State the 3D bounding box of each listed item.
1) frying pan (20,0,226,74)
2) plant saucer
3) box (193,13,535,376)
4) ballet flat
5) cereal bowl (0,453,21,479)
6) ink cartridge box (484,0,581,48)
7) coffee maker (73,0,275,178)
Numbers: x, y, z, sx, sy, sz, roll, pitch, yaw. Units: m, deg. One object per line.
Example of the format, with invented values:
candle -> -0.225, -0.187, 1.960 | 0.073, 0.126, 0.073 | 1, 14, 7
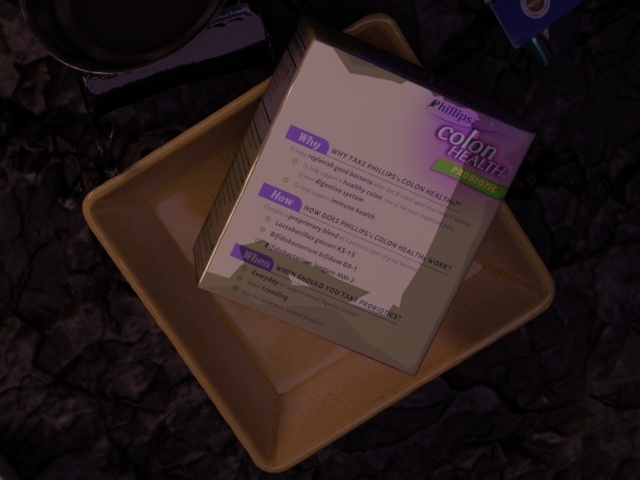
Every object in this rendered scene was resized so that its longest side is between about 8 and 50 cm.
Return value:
frying pan -> -0.217, -0.208, 1.580 | 0.326, 0.053, 0.197 | -16, 67, 12
plant saucer -> 0.000, 0.000, 1.762 | 0.332, 0.081, 0.333 | -32, 107, 4
box -> 0.033, -0.041, 1.651 | 0.213, 0.117, 0.243 | 22, 104, -12
ballet flat -> 0.170, -0.252, 1.714 | 0.074, 0.074, 0.203 | -39, 107, 6
cereal bowl -> -0.424, 0.299, 1.772 | 0.339, 0.141, 0.339 | -2, 106, -6
ink cartridge box -> 0.202, -0.321, 1.661 | 0.223, 0.045, 0.224 | -38, 102, -14
coffee maker -> -0.132, -0.171, 1.681 | 0.178, 0.120, 0.171 | -16, 116, -2
